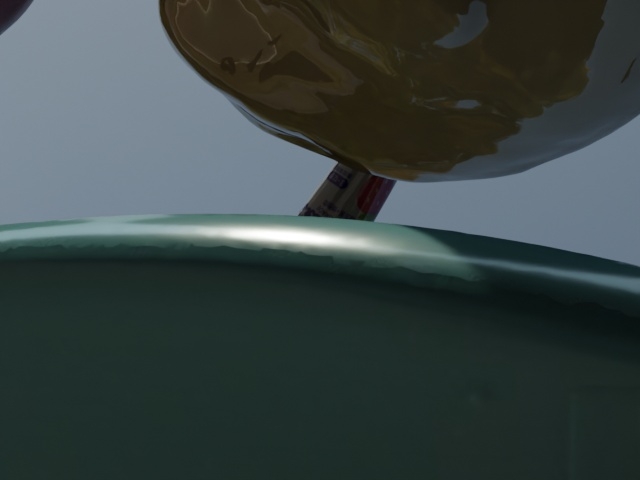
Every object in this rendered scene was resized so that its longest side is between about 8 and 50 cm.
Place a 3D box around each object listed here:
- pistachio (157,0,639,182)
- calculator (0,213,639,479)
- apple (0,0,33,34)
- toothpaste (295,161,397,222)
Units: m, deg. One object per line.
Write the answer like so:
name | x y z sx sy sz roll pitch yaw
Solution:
pistachio | 0.052 -0.211 0.941 0.365 0.281 0.445 27 -39 7
calculator | -0.043 0.120 0.558 0.386 0.054 0.256 0 -83 7
apple | -0.209 -0.170 0.947 0.163 0.139 0.163 6 -83 63
toothpaste | 0.000 0.000 1.307 0.067 0.043 0.194 32 -89 8
